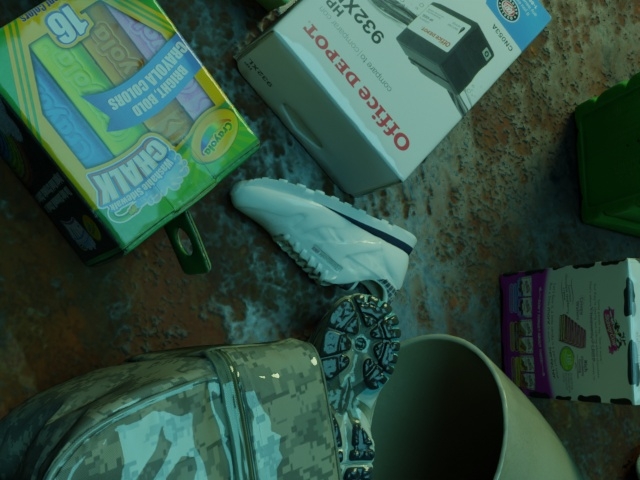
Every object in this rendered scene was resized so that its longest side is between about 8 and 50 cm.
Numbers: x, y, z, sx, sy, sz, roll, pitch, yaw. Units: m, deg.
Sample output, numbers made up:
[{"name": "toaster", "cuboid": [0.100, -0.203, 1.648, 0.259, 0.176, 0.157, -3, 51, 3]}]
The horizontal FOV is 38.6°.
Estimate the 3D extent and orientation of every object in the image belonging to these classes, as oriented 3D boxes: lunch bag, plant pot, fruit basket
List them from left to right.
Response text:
[{"name": "lunch bag", "cuboid": [-0.159, 0.207, 0.820, 0.256, 0.305, 0.212, -4, 85, -30]}, {"name": "plant pot", "cuboid": [0.180, 0.278, 1.018, 0.274, 0.256, 0.256, 34, 71, -33]}, {"name": "fruit basket", "cuboid": [0.552, -0.141, 1.149, 0.392, 0.392, 0.283, 0, 84, -25]}]

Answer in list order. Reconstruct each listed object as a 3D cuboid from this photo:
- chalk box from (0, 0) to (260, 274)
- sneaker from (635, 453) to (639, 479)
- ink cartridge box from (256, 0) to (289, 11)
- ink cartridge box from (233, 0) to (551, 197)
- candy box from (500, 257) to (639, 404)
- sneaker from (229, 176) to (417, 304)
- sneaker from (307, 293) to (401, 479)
[{"name": "chalk box", "cuboid": [-0.193, -0.093, 0.903, 0.179, 0.180, 0.289, -42, 103, -23]}, {"name": "sneaker", "cuboid": [0.581, 0.275, 1.257, 0.350, 0.131, 0.148, -34, 106, -18]}, {"name": "ink cartridge box", "cuboid": [-0.115, -0.444, 0.979, 0.353, 0.119, 0.207, 39, 91, -16]}, {"name": "ink cartridge box", "cuboid": [0.089, -0.236, 1.076, 0.223, 0.129, 0.307, 48, 68, -13]}, {"name": "candy box", "cuboid": [0.311, 0.110, 1.081, 0.071, 0.233, 0.159, 3, 83, -24]}, {"name": "sneaker", "cuboid": [0.000, 0.000, 1.036, 0.235, 0.090, 0.095, 22, 85, -20]}, {"name": "sneaker", "cuboid": [0.006, 0.197, 0.991, 0.110, 0.122, 0.283, 24, 81, -10]}]
